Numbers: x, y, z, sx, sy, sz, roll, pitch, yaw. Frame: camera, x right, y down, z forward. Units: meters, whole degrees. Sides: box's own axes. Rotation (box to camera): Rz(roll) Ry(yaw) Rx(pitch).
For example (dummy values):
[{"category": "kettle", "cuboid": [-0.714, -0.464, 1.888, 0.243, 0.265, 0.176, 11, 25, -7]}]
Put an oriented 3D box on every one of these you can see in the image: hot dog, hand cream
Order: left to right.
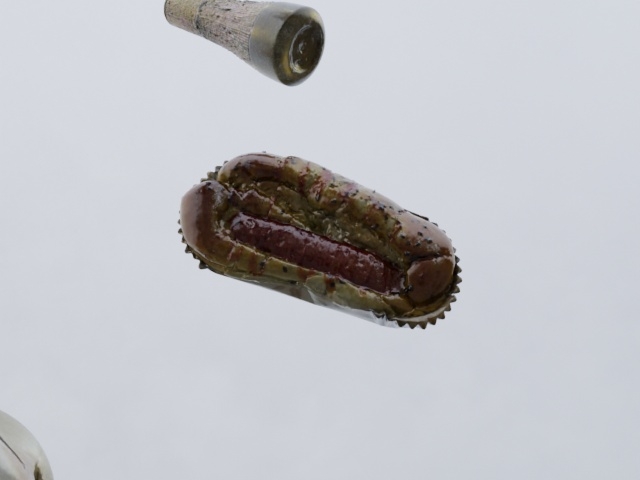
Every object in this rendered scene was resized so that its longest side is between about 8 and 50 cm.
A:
[{"category": "hand cream", "cuboid": [-0.094, -0.233, 0.833, 0.084, 0.203, 0.084, -38, -39, -40]}, {"category": "hot dog", "cuboid": [0.000, 0.000, 0.657, 0.253, 0.131, 0.069, 22, -21, 12]}]

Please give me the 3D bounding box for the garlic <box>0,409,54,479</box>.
[{"category": "garlic", "cuboid": [-0.388, 0.297, 0.811, 0.203, 0.184, 0.281, 39, -56, -4]}]
